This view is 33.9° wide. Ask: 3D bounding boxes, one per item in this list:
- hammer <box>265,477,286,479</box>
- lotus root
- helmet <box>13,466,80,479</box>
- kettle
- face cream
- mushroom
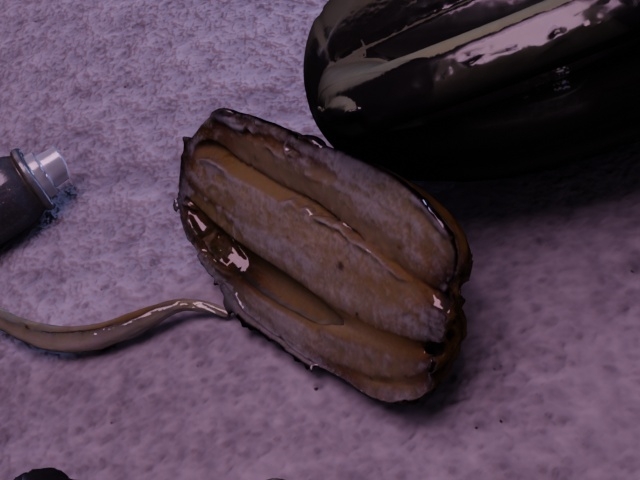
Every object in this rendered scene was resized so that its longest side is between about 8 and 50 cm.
[{"bbox_3d":[-0.130,0.227,0.683,0.246,0.029,0.103,-15,43,14],"label":"hammer"},{"bbox_3d":[0.000,0.000,0.787,0.078,0.167,0.329,-1,24,-41],"label":"lotus root"},{"bbox_3d":[-0.103,0.268,0.504,0.177,0.225,0.305,15,46,-9],"label":"helmet"},{"bbox_3d":[0.138,-0.145,0.749,0.324,0.228,0.321,-21,12,12],"label":"kettle"},{"bbox_3d":[-0.362,0.000,0.981,0.283,0.073,0.073,-33,43,-7],"label":"face cream"},{"bbox_3d":[-0.220,0.058,0.879,0.306,0.043,0.068,10,84,25],"label":"mushroom"}]
